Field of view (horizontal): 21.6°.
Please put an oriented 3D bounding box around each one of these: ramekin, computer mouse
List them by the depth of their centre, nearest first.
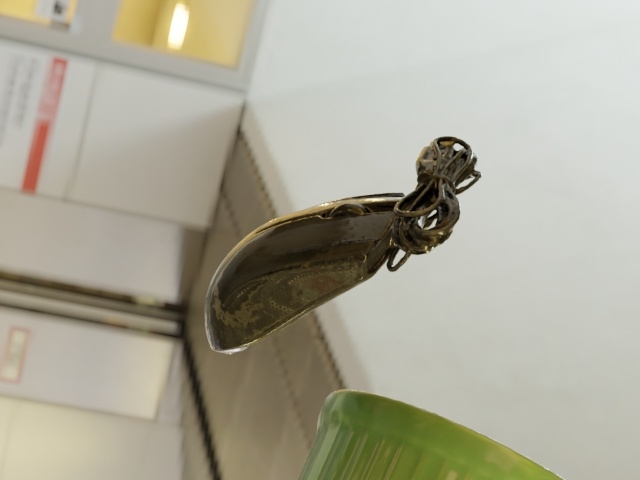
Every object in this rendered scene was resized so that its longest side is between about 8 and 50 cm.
[{"bbox_3d":[0.000,0.000,1.396,0.272,0.072,0.188,-32,-166,23],"label":"computer mouse"},{"bbox_3d":[0.106,0.267,1.458,0.148,0.303,0.303,-62,-169,-16],"label":"ramekin"}]
